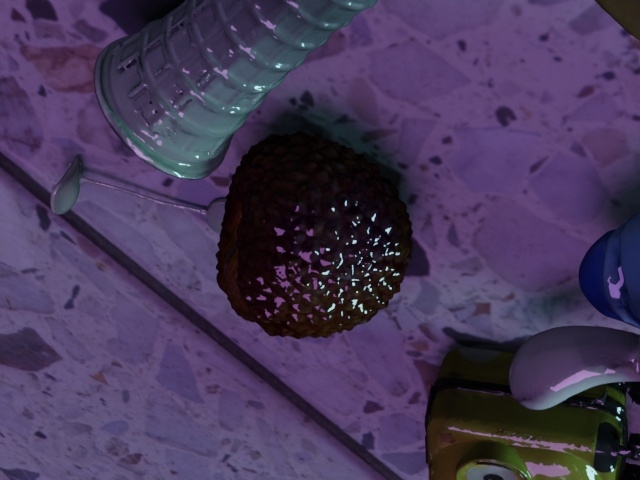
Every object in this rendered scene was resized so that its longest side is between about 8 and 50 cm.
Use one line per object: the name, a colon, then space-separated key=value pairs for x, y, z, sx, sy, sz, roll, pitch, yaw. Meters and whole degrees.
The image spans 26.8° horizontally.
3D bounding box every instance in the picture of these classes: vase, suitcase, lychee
vase: x=-0.043 y=-0.181 z=1.069 sx=0.143 sy=0.143 sz=0.299 roll=37 pitch=132 yaw=-20
suitcase: x=0.219 y=0.223 z=1.391 sx=0.235 sy=0.143 sz=0.194 roll=7 pitch=137 yaw=14
lychee: x=0.000 y=0.000 z=1.219 sx=0.188 sy=0.188 sz=0.188 roll=10 pitch=137 yaw=9

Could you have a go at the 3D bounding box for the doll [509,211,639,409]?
doll: x=0.363 y=0.044 z=1.146 sx=0.376 sy=0.187 sz=0.366 roll=-13 pitch=144 yaw=-5

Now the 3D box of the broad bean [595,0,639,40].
broad bean: x=0.284 y=-0.201 z=0.941 sx=0.263 sy=0.121 sz=0.189 roll=41 pitch=130 yaw=-20

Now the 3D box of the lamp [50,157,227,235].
lamp: x=-0.165 y=-0.031 z=1.334 sx=0.198 sy=0.056 sz=0.050 roll=15 pitch=135 yaw=0
